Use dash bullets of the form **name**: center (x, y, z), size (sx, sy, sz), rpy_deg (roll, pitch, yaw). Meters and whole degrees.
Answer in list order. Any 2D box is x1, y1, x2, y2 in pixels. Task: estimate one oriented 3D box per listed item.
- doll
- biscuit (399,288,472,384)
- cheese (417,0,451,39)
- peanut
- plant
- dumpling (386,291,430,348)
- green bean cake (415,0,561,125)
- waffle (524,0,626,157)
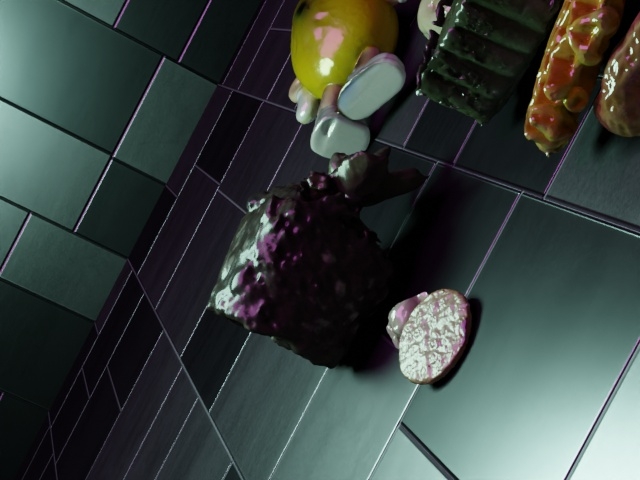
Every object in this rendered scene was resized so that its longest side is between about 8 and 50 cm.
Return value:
- **doll**: center (0.057, -0.325, 2.233), size (0.348, 0.161, 0.423), rpy_deg (-19, 46, 49)
- **biscuit**: center (0.131, 0.110, 1.526), size (0.120, 0.015, 0.120), rpy_deg (-35, 40, 37)
- **cheese**: center (0.233, -0.407, 1.917), size (0.263, 0.093, 0.159), rpy_deg (-64, 18, -4)
- **peanut**: center (0.331, -0.178, 1.281), size (0.083, 0.093, 0.194), rpy_deg (-86, 16, -49)
- **plant**: center (0.000, 0.000, 1.782), size (0.312, 0.213, 0.215), rpy_deg (-65, 14, -1)
- **dumpling**: center (0.112, 0.100, 1.604), size (0.076, 0.057, 0.052), rpy_deg (-32, -14, 12)
- **green bean cake**: center (0.225, -0.303, 1.622), size (0.255, 0.132, 0.241), rpy_deg (118, 175, -51)
- **waffle**: center (0.281, -0.228, 1.418), size (0.309, 0.065, 0.283), rpy_deg (-39, -30, -76)
